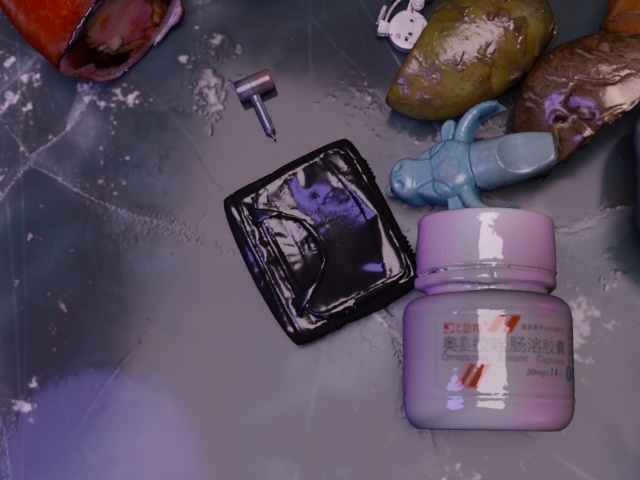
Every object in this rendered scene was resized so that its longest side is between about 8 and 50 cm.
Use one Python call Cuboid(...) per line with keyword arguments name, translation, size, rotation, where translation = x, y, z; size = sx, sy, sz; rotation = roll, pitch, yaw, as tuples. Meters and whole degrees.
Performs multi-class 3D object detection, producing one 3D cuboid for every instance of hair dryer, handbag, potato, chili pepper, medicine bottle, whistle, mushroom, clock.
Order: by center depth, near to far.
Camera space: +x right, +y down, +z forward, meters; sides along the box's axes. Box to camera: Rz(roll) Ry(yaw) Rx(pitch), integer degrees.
Cuboid(name="medicine bottle", translation=(0.237, 0.119, 1.436), size=(0.241, 0.241, 0.302), rotation=(0, 79, 4))
Cuboid(name="mushroom", translation=(0.394, -0.228, 1.512), size=(0.286, 0.156, 0.151), rotation=(-40, 85, 23))
Cuboid(name="whistle", translation=(0.224, -0.106, 1.520), size=(0.274, 0.093, 0.186), rotation=(-14, 66, 25))
Cuboid(name="handbag", translation=(0.000, 0.000, 1.557), size=(0.244, 0.088, 0.275), rotation=(-27, 80, 2))
Cuboid(name="potato", translation=(0.228, -0.296, 1.565), size=(0.298, 0.141, 0.176), rotation=(-34, 75, -3))
Cuboid(name="chili pepper", translation=(-0.394, -0.432, 1.592), size=(0.251, 0.229, 0.305), rotation=(-44, 80, 13))
Cuboid(name="hair dryer", translation=(-0.092, -0.216, 1.628), size=(0.063, 0.037, 0.114), rotation=(-23, 86, -2))
Cuboid(name="clock", translation=(0.143, -0.373, 1.636), size=(0.087, 0.041, 0.129), rotation=(19, 86, 4))

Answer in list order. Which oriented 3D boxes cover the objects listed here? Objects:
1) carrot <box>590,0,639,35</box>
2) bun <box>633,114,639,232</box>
Cuboid(name="carrot", translation=(0.543, -0.391, 1.563), size=(0.196, 0.196, 0.254), rotation=(17, 70, 7))
Cuboid(name="bun", translation=(0.629, -0.097, 1.474), size=(0.354, 0.194, 0.354), rotation=(-1, 80, 7))
